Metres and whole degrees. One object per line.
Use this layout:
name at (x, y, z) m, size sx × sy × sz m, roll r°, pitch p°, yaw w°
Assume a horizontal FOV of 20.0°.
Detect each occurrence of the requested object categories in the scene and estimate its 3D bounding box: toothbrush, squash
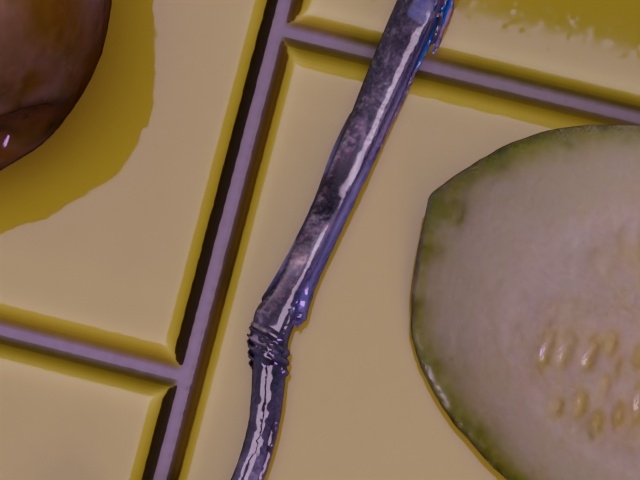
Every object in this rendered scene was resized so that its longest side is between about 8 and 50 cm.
toothbrush at (0.000, 0.000, 0.813) m, size 0.042 × 0.035 × 0.413 m, roll 23°, pitch 84°, yaw 6°
squash at (0.172, 0.051, 0.730) m, size 0.260 × 0.189 × 0.189 m, roll 8°, pitch 83°, yaw -3°

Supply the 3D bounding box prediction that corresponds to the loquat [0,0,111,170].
loquat at (-0.184, -0.136, 0.765) m, size 0.179 × 0.179 × 0.227 m, roll -23°, pitch 82°, yaw -2°
